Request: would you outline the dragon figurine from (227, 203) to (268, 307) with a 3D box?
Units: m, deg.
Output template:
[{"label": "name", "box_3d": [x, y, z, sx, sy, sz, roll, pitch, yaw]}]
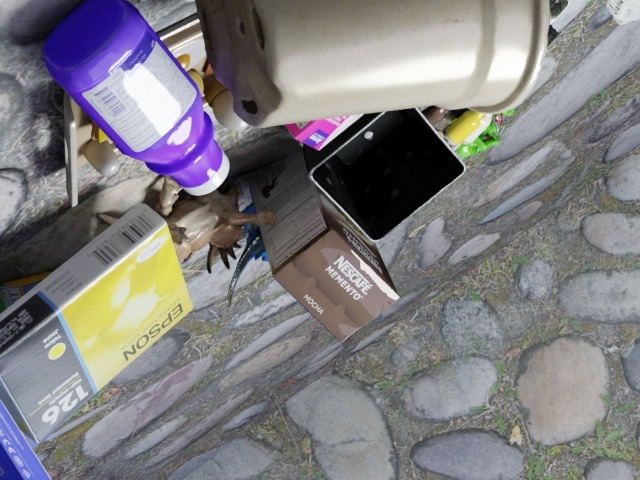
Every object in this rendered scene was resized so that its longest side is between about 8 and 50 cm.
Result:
[{"label": "dragon figurine", "box_3d": [-0.093, -0.016, 2.309, 0.289, 0.085, 0.144, -43, 161, 7]}]

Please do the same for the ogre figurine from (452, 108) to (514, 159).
[{"label": "ogre figurine", "box_3d": [0.308, -0.223, 2.549, 0.118, 0.097, 0.197, -37, -179, -44]}]

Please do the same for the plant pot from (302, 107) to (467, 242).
[{"label": "plant pot", "box_3d": [0.080, -0.148, 2.077, 0.188, 0.167, 0.187, -38, 129, 9]}]

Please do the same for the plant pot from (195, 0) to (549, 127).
[{"label": "plant pot", "box_3d": [0.037, -0.270, 1.514, 0.305, 0.334, 0.334, -17, 158, -21]}]

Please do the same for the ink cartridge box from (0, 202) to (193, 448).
[{"label": "ink cartridge box", "box_3d": [-0.317, 0.140, 1.902, 0.303, 0.072, 0.307, -42, 148, -21]}]

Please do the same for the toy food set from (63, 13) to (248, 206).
[{"label": "toy food set", "box_3d": [-0.184, -0.164, 1.684, 0.306, 0.092, 0.220, -31, 164, -20]}]

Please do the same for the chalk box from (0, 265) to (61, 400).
[{"label": "chalk box", "box_3d": [-0.436, 0.141, 1.968, 0.213, 0.132, 0.132, -16, 156, -48]}]

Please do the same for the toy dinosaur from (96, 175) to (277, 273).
[{"label": "toy dinosaur", "box_3d": [-0.203, -0.015, 2.039, 0.295, 0.127, 0.200, -18, 164, -34]}]

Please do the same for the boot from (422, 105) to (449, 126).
[{"label": "boot", "box_3d": [0.220, -0.245, 2.399, 0.106, 0.037, 0.114, -39, 174, -47]}]

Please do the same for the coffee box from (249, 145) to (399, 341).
[{"label": "coffee box", "box_3d": [0.000, 0.000, 2.094, 0.119, 0.168, 0.297, -39, -151, 11]}]

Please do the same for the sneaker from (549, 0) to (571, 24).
[{"label": "sneaker", "box_3d": [0.250, -0.332, 2.110, 0.330, 0.130, 0.147, -34, 179, 4]}]

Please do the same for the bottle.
[{"label": "bottle", "box_3d": [-0.194, -0.152, 1.523, 0.118, 0.092, 0.283, -45, 141, -5]}]

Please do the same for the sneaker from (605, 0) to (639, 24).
[{"label": "sneaker", "box_3d": [0.569, -0.447, 2.478, 0.094, 0.090, 0.235, -30, 165, 16]}]

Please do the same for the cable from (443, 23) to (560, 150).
[{"label": "cable", "box_3d": [0.293, -0.241, 2.113, 0.287, 0.072, 0.139, -37, 180, 43]}]

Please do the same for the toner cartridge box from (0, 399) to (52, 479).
[{"label": "toner cartridge box", "box_3d": [-0.493, 0.240, 1.728, 0.165, 0.348, 0.075, -38, 165, 8]}]

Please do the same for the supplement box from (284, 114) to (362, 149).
[{"label": "supplement box", "box_3d": [0.033, -0.241, 1.886, 0.220, 0.114, 0.111, -38, 165, 12]}]

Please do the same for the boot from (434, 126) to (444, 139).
[{"label": "boot", "box_3d": [0.107, -0.125, 2.438, 0.269, 0.089, 0.236, -34, 175, -7]}]
